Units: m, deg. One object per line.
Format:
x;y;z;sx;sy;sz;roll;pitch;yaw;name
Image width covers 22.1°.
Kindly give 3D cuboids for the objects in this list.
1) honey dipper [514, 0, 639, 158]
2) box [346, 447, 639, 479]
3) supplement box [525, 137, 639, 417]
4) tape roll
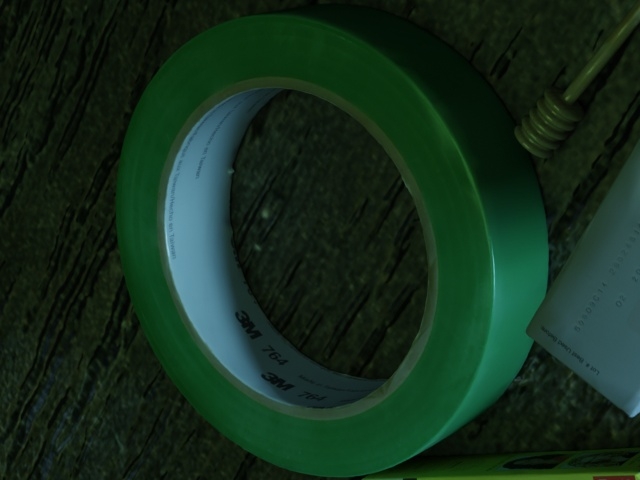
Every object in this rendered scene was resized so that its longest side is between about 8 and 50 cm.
0.177;-0.116;0.999;0.030;0.030;0.160;49;122;17;honey dipper
0.131;0.188;1.094;0.232;0.058;0.087;-7;97;38;box
0.217;-0.008;0.859;0.073;0.239;0.130;39;123;21;supplement box
0.000;0.000;1.132;0.321;0.077;0.321;11;109;34;tape roll
